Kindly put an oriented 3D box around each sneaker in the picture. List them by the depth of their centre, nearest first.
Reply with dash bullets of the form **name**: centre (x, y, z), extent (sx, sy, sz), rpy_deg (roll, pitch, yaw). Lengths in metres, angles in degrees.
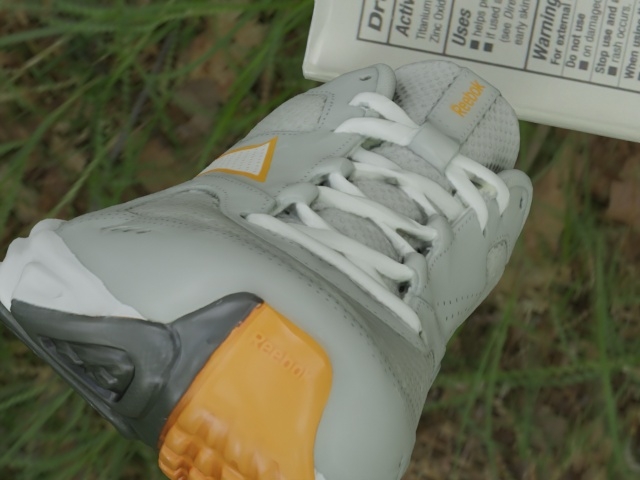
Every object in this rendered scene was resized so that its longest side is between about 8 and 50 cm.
- **sneaker**: centre (0.000, 0.000, 0.445), extent (0.099, 0.262, 0.121), rpy_deg (44, 90, -3)

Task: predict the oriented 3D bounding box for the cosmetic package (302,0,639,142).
- **cosmetic package**: centre (0.163, -0.108, 0.624), extent (0.309, 0.113, 0.160), rpy_deg (13, 105, 8)
